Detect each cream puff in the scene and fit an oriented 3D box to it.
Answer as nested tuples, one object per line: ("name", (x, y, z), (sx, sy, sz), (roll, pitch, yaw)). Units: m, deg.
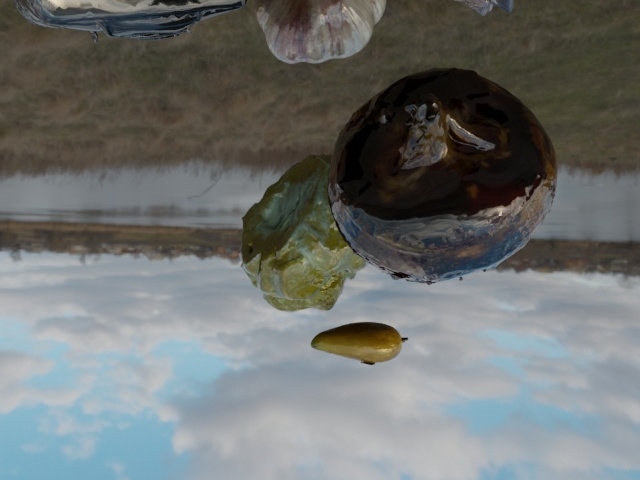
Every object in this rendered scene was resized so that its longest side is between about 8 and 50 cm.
("cream puff", (0.000, 0.000, 1.282), (0.276, 0.378, 0.378), (37, 163, -26))

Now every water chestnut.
("water chestnut", (0.163, -0.107, 0.862), (0.351, 0.350, 0.302), (1, 162, 14))

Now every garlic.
("garlic", (-0.005, -0.454, 1.022), (0.245, 0.244, 0.253), (1, 165, 3))

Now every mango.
("mango", (0.075, 0.193, 1.126), (0.188, 0.066, 0.101), (0, -162, 6))

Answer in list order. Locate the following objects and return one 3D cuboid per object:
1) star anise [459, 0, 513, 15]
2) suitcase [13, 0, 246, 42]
("star anise", (0.158, -0.327, 0.592), (0.093, 0.236, 0.229), (-4, 147, 36))
("suitcase", (-0.285, -0.467, 0.846), (0.345, 0.339, 0.188), (-19, -156, -31))
